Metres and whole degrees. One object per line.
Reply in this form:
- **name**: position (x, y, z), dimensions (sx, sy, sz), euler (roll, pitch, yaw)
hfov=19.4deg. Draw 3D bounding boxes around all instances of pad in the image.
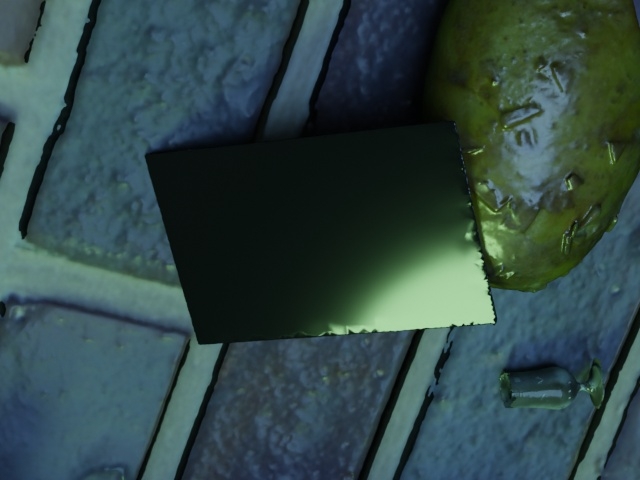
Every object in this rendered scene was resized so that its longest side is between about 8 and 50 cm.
- **pad**: position (0.000, 0.000, 1.401), dimensions (0.245, 0.006, 0.170), euler (-6, 114, 20)

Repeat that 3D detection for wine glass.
- **wine glass**: position (0.190, 0.119, 1.544), dimensions (0.083, 0.039, 0.042), euler (-1, 112, -10)

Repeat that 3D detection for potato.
- **potato**: position (0.163, -0.103, 1.397), dimensions (0.176, 0.141, 0.298), euler (1, 110, -25)
